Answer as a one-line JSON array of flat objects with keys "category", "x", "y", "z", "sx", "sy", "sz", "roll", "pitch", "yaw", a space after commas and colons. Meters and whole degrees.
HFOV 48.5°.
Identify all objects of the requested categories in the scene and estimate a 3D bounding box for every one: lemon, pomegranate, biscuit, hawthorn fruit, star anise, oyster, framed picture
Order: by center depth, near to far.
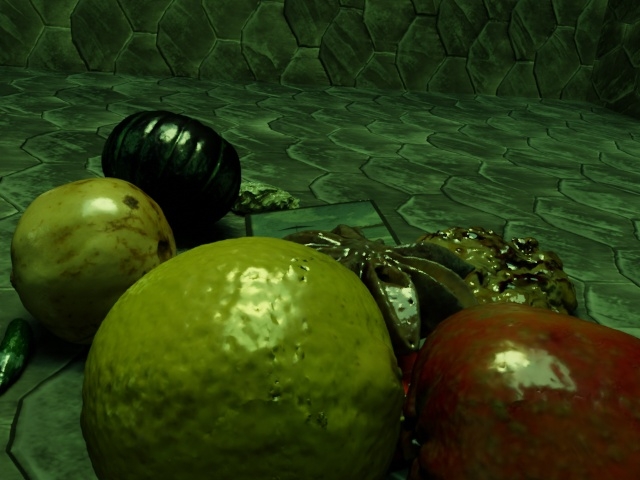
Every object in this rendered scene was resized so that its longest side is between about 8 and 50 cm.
[{"category": "hawthorn fruit", "x": 0.219, "y": 0.185, "z": 0.597, "sx": 0.300, "sy": 0.254, "sz": 0.254, "roll": 8, "pitch": 21, "yaw": -4}, {"category": "lemon", "x": -0.064, "y": 0.131, "z": 0.617, "sx": 0.293, "sy": 0.293, "sz": 0.293, "roll": 5, "pitch": 21, "yaw": -2}, {"category": "star anise", "x": 0.055, "y": 0.052, "z": 0.899, "sx": 0.315, "sy": 0.108, "sz": 0.315, "roll": 4, "pitch": 17, "yaw": -1}, {"category": "pomegranate", "x": -0.295, "y": 0.028, "z": 0.925, "sx": 0.215, "sy": 0.215, "sz": 0.215, "roll": 5, "pitch": 21, "yaw": -2}, {"category": "biscuit", "x": 0.277, "y": 0.050, "z": 1.179, "sx": 0.289, "sy": 0.081, "sz": 0.334, "roll": 9, "pitch": 23, "yaw": 10}, {"category": "framed picture", "x": 0.000, "y": 0.000, "z": 1.264, "sx": 0.265, "sy": 0.016, "sz": 0.347, "roll": -7, "pitch": 22, "yaw": -4}, {"category": "oyster", "x": -0.141, "y": -0.087, "z": 1.457, "sx": 0.177, "sy": 0.064, "sz": 0.125, "roll": 5, "pitch": 4, "yaw": 27}]

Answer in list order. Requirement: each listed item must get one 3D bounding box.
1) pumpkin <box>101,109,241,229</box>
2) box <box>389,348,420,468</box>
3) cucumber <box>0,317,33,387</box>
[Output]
[{"category": "pumpkin", "x": -0.275, "y": -0.095, "z": 1.256, "sx": 0.248, "sy": 0.248, "sz": 0.248, "roll": 5, "pitch": 21, "yaw": -2}, {"category": "box", "x": 0.050, "y": 0.163, "z": 0.837, "sx": 0.153, "sy": 0.074, "sz": 0.240, "roll": -2, "pitch": 22, "yaw": -33}, {"category": "cucumber", "x": -0.369, "y": 0.133, "z": 0.856, "sx": 0.037, "sy": 0.037, "sz": 0.155, "roll": 1, "pitch": 22, "yaw": -13}]
